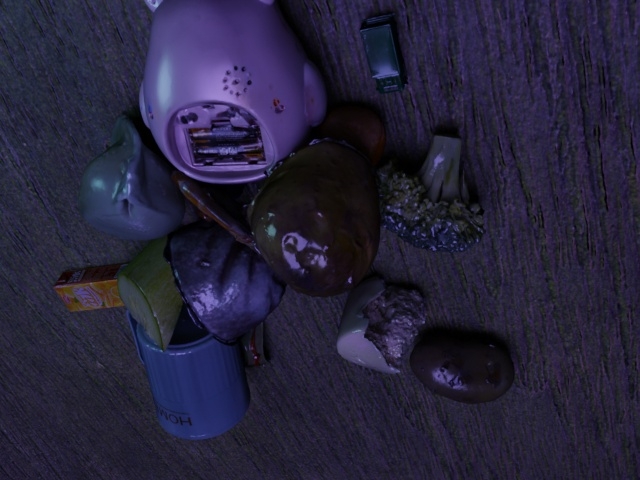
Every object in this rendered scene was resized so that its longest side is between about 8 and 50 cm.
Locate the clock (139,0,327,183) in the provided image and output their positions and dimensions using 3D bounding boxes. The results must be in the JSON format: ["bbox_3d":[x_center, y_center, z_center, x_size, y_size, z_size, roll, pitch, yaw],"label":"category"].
[{"bbox_3d":[-0.178,-0.298,1.357,0.369,0.250,0.376,0,128,12],"label":"clock"}]

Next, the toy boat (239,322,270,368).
[{"bbox_3d":[-0.178,0.284,1.936,0.071,0.089,0.185,-25,130,-24],"label":"toy boat"}]

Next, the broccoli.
[{"bbox_3d":[0.237,-0.104,1.488,0.247,0.263,0.243,3,108,-31],"label":"broccoli"}]

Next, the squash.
[{"bbox_3d":[-0.380,0.104,1.732,0.237,0.155,0.204,37,139,35],"label":"squash"}]

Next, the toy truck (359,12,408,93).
[{"bbox_3d":[0.123,-0.350,1.361,0.065,0.079,0.147,-6,128,17],"label":"toy truck"}]

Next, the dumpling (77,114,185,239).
[{"bbox_3d":[-0.416,-0.112,1.536,0.321,0.212,0.270,-17,110,42],"label":"dumpling"}]

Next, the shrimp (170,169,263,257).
[{"bbox_3d":[-0.176,-0.037,1.469,0.317,0.164,0.062,40,98,-17],"label":"shrimp"}]

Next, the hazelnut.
[{"bbox_3d":[0.058,-0.203,1.467,0.150,0.150,0.150,6,129,8],"label":"hazelnut"}]

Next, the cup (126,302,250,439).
[{"bbox_3d":[-0.341,0.297,1.903,0.257,0.331,0.311,-17,128,-17],"label":"cup"}]

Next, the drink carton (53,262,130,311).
[{"bbox_3d":[-0.576,0.124,1.897,0.223,0.071,0.096,-7,127,18],"label":"drink carton"}]

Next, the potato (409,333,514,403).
[{"bbox_3d":[0.351,0.320,1.789,0.263,0.165,0.165,6,129,-1],"label":"potato"}]

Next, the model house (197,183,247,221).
[{"bbox_3d":[-0.235,-0.118,1.580,0.148,0.148,0.119,32,130,-17],"label":"model house"}]

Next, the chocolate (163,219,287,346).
[{"bbox_3d":[-0.181,0.063,1.639,0.213,0.303,0.303,-28,118,11],"label":"chocolate"}]

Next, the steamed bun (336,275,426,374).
[{"bbox_3d":[0.144,0.194,1.691,0.200,0.225,0.170,6,129,10],"label":"steamed bun"}]

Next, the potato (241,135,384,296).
[{"bbox_3d":[0.000,0.000,1.331,0.289,0.237,0.301,16,131,-29],"label":"potato"}]
